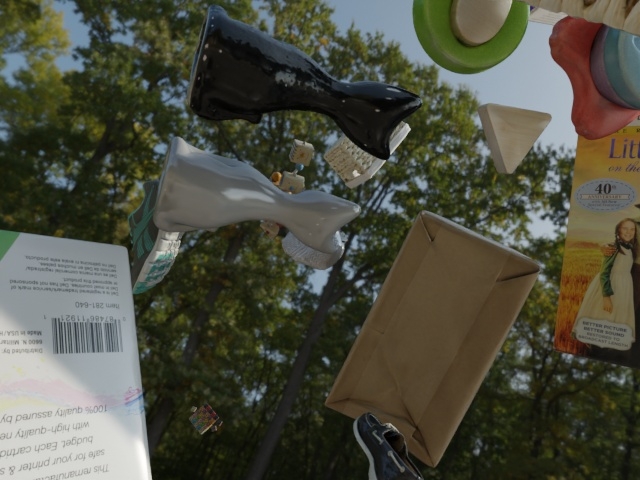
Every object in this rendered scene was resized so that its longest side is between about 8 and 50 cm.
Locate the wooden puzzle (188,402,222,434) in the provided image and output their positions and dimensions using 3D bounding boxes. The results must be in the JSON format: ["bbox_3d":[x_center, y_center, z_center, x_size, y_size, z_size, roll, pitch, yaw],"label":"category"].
[{"bbox_3d":[-0.251,0.384,1.137,0.083,0.049,0.006,36,-23,36],"label":"wooden puzzle"}]

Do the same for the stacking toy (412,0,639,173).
[{"bbox_3d":[0.270,-0.237,0.552,0.308,0.280,0.130,57,-7,-13],"label":"stacking toy"}]

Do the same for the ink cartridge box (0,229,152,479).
[{"bbox_3d":[-0.250,0.138,0.398,0.117,0.278,0.201,-26,-23,33],"label":"ink cartridge box"}]

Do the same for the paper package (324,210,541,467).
[{"bbox_3d":[0.165,0.127,0.814,0.168,0.309,0.325,26,3,9],"label":"paper package"}]

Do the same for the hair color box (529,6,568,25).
[{"bbox_3d":[0.452,-0.478,0.783,0.339,0.185,0.110,-33,-99,43],"label":"hair color box"}]

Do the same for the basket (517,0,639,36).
[{"bbox_3d":[0.287,-0.279,0.238,0.266,0.331,0.328,41,-31,32],"label":"basket"}]

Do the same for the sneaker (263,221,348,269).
[{"bbox_3d":[0.000,0.000,0.964,0.153,0.101,0.268,37,3,-33],"label":"sneaker"}]

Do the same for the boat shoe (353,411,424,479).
[{"bbox_3d":[0.061,0.188,0.476,0.046,0.038,0.125,40,5,-9],"label":"boat shoe"}]

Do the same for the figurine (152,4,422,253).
[{"bbox_3d":[-0.036,-0.082,0.515,0.210,0.092,0.214,14,-55,-20],"label":"figurine"}]

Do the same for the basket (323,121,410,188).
[{"bbox_3d":[0.101,-0.217,1.186,0.103,0.167,0.113,44,-20,-10],"label":"basket"}]

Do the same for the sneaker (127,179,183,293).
[{"bbox_3d":[-0.235,-0.008,0.728,0.076,0.166,0.065,25,3,12],"label":"sneaker"}]

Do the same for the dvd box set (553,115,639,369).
[{"bbox_3d":[0.563,0.005,0.851,0.308,0.419,0.062,8,4,39],"label":"dvd box set"}]

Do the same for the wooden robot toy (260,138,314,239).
[{"bbox_3d":[-0.075,-0.074,0.786,0.079,0.076,0.173,16,-51,-18],"label":"wooden robot toy"}]
